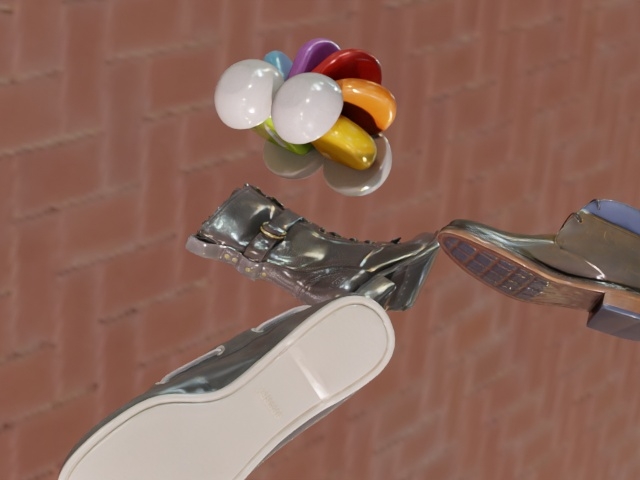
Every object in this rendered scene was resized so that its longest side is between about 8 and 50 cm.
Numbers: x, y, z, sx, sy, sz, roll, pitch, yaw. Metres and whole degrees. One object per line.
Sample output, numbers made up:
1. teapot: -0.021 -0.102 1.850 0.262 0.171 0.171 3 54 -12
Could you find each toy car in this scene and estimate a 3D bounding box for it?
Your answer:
1. toy car: -0.004 -0.138 1.825 0.159 0.182 0.136 44 69 -49

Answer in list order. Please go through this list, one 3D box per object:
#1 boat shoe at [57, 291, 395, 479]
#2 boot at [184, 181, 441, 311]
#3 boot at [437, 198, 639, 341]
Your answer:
1. boat shoe: -0.084 0.153 1.620 0.335 0.095 0.112 -30 96 -16
2. boot: 0.000 0.000 2.019 0.263 0.229 0.091 -33 151 -55
3. boot: 0.217 0.004 1.643 0.082 0.219 0.106 130 -18 -66
